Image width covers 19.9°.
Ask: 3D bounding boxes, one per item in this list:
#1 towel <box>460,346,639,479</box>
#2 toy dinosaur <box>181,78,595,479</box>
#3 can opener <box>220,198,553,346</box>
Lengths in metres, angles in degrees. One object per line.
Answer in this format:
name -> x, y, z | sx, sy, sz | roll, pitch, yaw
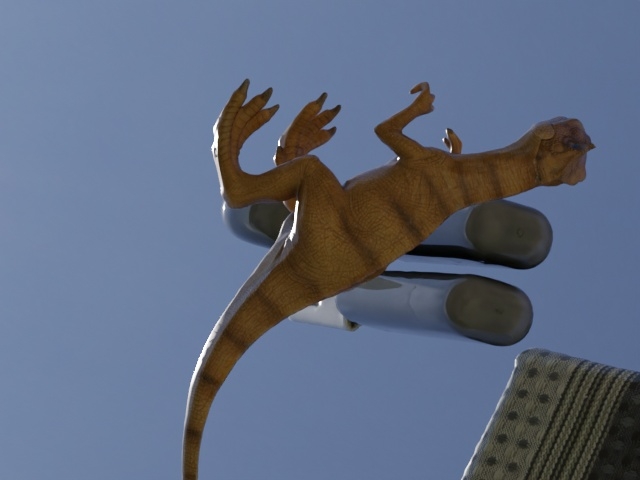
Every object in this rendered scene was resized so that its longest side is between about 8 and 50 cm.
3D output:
towel -> 0.186, 0.235, 1.101 | 0.312, 0.056, 0.324 | 13, -115, 40
toy dinosaur -> 0.000, 0.000, 0.671 | 0.211, 0.064, 0.112 | -36, -119, 0
can opener -> 0.023, 0.011, 0.935 | 0.093, 0.280, 0.074 | 15, -94, -23
